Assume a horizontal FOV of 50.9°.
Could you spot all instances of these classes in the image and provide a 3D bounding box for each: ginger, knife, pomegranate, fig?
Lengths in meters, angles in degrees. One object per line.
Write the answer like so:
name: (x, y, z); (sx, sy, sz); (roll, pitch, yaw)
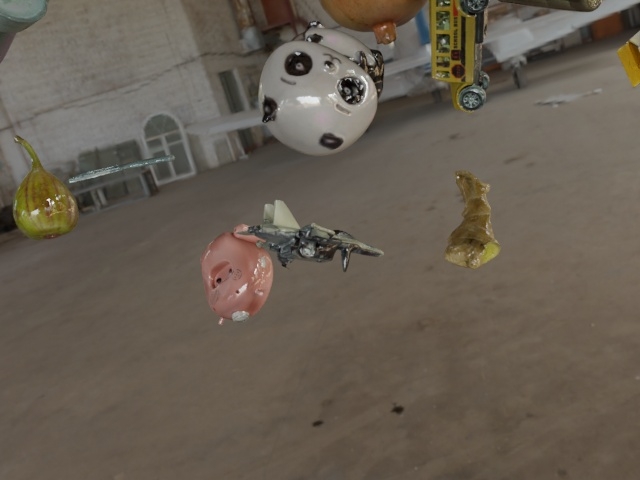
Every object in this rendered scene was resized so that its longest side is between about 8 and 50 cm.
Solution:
ginger: (0.365, -0.051, 1.653); (0.131, 0.086, 0.294); (-12, 53, 19)
knife: (-0.395, -0.144, 1.340); (0.210, 0.015, 0.028); (-13, 29, -3)
pomegranate: (0.113, -0.542, 1.411); (0.229, 0.270, 0.252); (-17, 4, 36)
fig: (-0.425, -0.078, 0.991); (0.093, 0.166, 0.093); (-23, 10, 4)

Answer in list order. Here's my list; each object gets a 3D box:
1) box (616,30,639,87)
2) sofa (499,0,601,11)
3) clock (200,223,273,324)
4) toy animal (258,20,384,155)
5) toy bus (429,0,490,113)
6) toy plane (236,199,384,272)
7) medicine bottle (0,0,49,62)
box: (0.672, -0.392, 1.236); (0.247, 0.129, 0.033); (-42, 47, 14)
sofa: (0.345, -0.458, 0.935); (0.182, 0.258, 0.200); (-14, 30, -30)
clock: (-0.237, 0.107, 1.840); (0.142, 0.241, 0.227); (18, -40, -39)
toy animal: (0.001, -0.235, 1.072); (0.187, 0.165, 0.235); (24, 32, 1)
toy bus: (0.286, -0.432, 1.367); (0.123, 0.335, 0.121); (6, 35, 18)
toy plane: (-0.002, 0.011, 1.118); (0.262, 0.088, 0.192); (22, -20, -27)
medicine bottle: (-0.616, -0.379, 1.085); (0.290, 0.244, 0.245); (-21, 11, 26)
